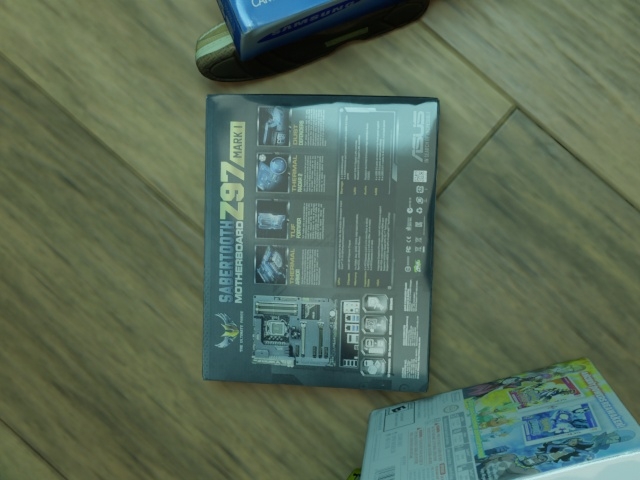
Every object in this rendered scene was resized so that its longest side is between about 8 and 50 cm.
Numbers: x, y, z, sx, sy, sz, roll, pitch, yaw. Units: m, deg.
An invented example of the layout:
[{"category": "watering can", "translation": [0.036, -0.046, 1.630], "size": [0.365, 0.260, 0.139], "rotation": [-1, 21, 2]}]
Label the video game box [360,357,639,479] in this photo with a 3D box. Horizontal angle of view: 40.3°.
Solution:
[{"category": "video game box", "translation": [0.125, 0.151, 0.622], "size": [0.187, 0.205, 0.048], "rotation": [-18, 95, 8]}]

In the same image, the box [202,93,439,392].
[{"category": "box", "translation": [0.000, 0.000, 0.699], "size": [0.184, 0.059, 0.232], "rotation": [1, 95, 7]}]

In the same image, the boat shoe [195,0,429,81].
[{"category": "boat shoe", "translation": [-0.013, -0.185, 0.692], "size": [0.190, 0.068, 0.072], "rotation": [-18, 79, -3]}]

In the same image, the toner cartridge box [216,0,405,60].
[{"category": "toner cartridge box", "translation": [0.075, -0.271, 0.623], "size": [0.348, 0.075, 0.165], "rotation": [-22, 89, -6]}]

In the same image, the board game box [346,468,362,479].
[{"category": "board game box", "translation": [0.029, 0.267, 0.656], "size": [0.048, 0.170, 0.141], "rotation": [-2, 94, 17]}]
